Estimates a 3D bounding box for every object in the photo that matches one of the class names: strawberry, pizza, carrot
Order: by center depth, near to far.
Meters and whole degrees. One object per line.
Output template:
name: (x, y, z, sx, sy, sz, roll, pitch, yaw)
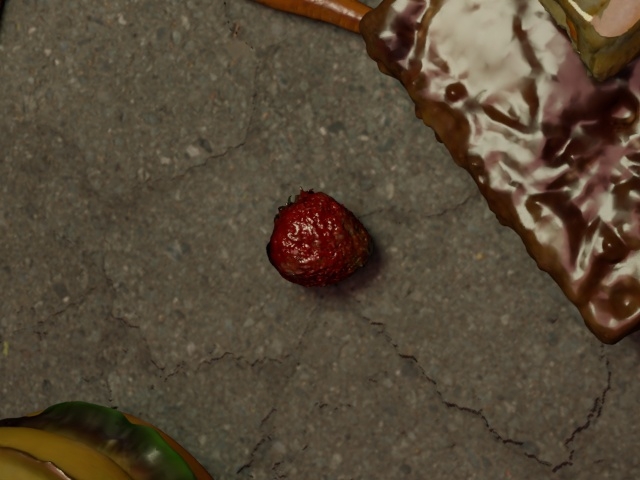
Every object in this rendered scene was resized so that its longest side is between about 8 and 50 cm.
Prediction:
pizza: (0.200, -0.290, 1.245, 0.189, 0.071, 0.297, -41, 74, 9)
strawberry: (0.000, 0.001, 1.448, 0.106, 0.106, 0.106, -1, 87, 17)
carrot: (-0.011, -0.245, 1.489, 0.257, 0.061, 0.061, 30, 96, 10)

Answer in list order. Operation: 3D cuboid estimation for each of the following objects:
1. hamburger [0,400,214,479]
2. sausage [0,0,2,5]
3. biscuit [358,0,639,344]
hamburger: (-0.272, 0.357, 1.421, 0.396, 0.277, 0.395, 0, 91, 20)
sausage: (-0.373, -0.274, 1.598, 0.053, 0.053, 0.348, 13, 91, 17)
biscuit: (0.280, -0.144, 1.332, 0.343, 0.166, 0.395, -38, 76, 14)
